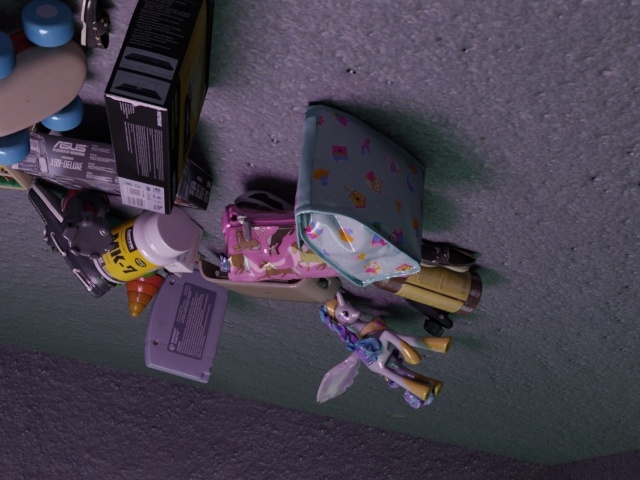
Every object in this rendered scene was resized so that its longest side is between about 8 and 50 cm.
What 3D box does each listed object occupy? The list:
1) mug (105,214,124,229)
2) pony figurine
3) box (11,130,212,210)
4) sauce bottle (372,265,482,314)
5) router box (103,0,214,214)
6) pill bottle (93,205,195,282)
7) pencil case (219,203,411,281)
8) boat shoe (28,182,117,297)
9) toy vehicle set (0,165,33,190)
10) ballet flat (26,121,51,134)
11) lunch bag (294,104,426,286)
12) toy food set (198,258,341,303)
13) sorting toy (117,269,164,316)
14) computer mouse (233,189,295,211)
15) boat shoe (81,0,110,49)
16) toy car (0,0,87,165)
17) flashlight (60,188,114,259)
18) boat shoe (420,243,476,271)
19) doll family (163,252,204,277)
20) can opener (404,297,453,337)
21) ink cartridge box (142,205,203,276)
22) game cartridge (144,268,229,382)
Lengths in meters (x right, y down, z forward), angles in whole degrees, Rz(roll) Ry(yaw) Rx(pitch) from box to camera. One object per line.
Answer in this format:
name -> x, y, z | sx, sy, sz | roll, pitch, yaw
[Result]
mug -> -0.529, -0.004, 1.792 | 0.130, 0.097, 0.158 | -18, 177, -10
pony figurine -> 0.153, 0.305, 1.993 | 0.364, 0.303, 0.350 | 26, 138, 25
box -> -0.382, -0.128, 1.401 | 0.308, 0.076, 0.242 | 9, 176, 4
sauce bottle -> 0.190, 0.070, 1.645 | 0.345, 0.111, 0.111 | 20, 155, -16
router box -> -0.217, -0.209, 1.036 | 0.081, 0.242, 0.309 | 14, 157, -5
pill bottle -> -0.362, 0.007, 1.520 | 0.209, 0.119, 0.119 | -22, 141, 36
pencil case -> 0.000, 0.000, 1.452 | 0.387, 0.160, 0.167 | -1, -172, 3
boat shoe -> -0.569, -0.002, 1.663 | 0.302, 0.091, 0.114 | 47, -176, 13
toy vehicle set -> -0.791, -0.177, 1.619 | 0.267, 0.035, 0.166 | 7, 156, 11
ballet flat -> -0.583, -0.199, 1.449 | 0.084, 0.058, 0.250 | 25, 152, -32
lunch bag -> 0.050, -0.077, 1.235 | 0.160, 0.223, 0.262 | -19, 143, 37
toy food set -> -0.126, 0.089, 1.878 | 0.306, 0.092, 0.220 | 3, 167, 21
sorting toy -> -0.517, 0.123, 2.025 | 0.127, 0.126, 0.365 | 11, 162, 0
computer mouse -> -0.087, -0.071, 1.539 | 0.193, 0.042, 0.106 | 18, 160, -28
boat shoe -> -0.325, -0.324, 1.071 | 0.042, 0.048, 0.133 | 11, 159, -12
toy car -> -0.510, -0.285, 1.138 | 0.238, 0.210, 0.219 | 37, 145, 13
flashlight -> -0.471, -0.043, 1.508 | 0.304, 0.103, 0.103 | 41, 154, 61
boat shoe -> 0.264, 0.030, 1.596 | 0.152, 0.056, 0.049 | 9, 153, -19
doll family -> -0.394, 0.040, 1.889 | 0.111, 0.076, 0.193 | 1, 150, 32
can opener -> 0.284, 0.186, 1.926 | 0.059, 0.073, 0.186 | -1, 145, 44
ink cartridge box -> -0.338, 0.000, 1.714 | 0.067, 0.115, 0.198 | 1, 155, 25
game cartridge -> -0.363, 0.218, 1.991 | 0.196, 0.294, 0.060 | 23, 150, -24
